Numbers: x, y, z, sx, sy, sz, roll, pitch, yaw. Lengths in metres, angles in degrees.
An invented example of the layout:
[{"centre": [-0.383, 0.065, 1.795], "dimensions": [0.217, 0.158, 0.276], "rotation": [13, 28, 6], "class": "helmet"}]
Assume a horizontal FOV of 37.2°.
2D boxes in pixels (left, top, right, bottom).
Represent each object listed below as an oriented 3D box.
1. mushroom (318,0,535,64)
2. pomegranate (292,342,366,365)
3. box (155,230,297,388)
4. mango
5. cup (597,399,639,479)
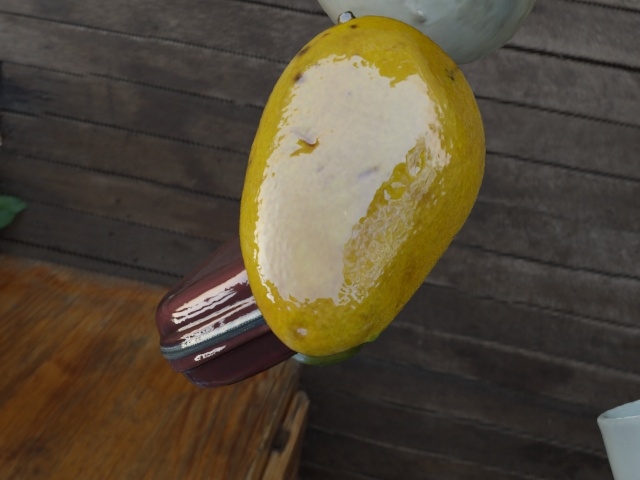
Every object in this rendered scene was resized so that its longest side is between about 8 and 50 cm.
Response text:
[{"centre": [0.099, -0.275, 0.761], "dimensions": [0.315, 0.356, 0.315], "rotation": [-12, 138, -11], "class": "mushroom"}, {"centre": [-0.020, 0.086, 1.298], "dimensions": [0.211, 0.179, 0.179], "rotation": [-8, 110, 9], "class": "pomegranate"}, {"centre": [0.000, 0.000, 0.968], "dimensions": [0.263, 0.404, 0.108], "rotation": [-28, 100, 35], "class": "box"}, {"centre": [0.027, -0.034, 0.598], "dimensions": [0.147, 0.109, 0.227], "rotation": [19, 72, -14], "class": "mango"}, {"centre": [0.298, 0.210, 0.647], "dimensions": [0.187, 0.258, 0.234], "rotation": [-13, 83, -7], "class": "cup"}]
